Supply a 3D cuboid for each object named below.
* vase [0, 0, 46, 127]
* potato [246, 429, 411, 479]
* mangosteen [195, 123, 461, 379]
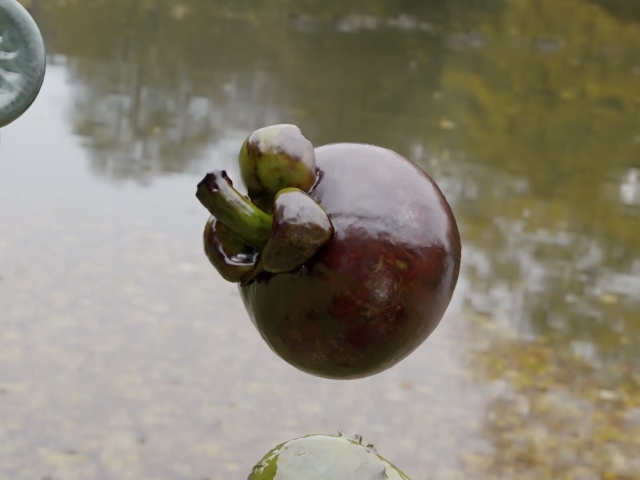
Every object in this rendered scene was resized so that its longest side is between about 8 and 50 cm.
[{"bbox_3d":[-0.301,-0.110,1.435,0.143,0.143,0.299,2,-9,-20],"label":"vase"},{"bbox_3d":[0.050,0.179,0.882,0.225,0.090,0.117,37,52,24],"label":"potato"},{"bbox_3d":[0.000,0.000,1.587,0.257,0.215,0.215,36,-2,-27],"label":"mangosteen"}]
